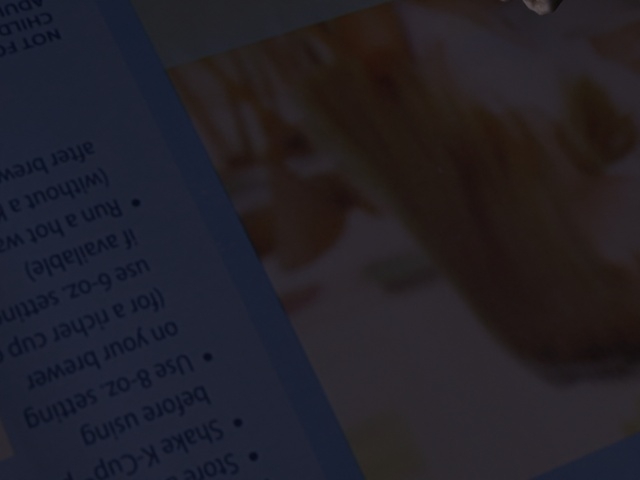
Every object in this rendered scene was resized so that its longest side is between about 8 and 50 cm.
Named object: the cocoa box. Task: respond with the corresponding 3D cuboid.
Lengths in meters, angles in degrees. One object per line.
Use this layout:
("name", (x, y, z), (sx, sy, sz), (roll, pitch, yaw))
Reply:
("cocoa box", (0.020, 0.026, 0.451), (0.231, 0.347, 0.228), (63, 159, 21))

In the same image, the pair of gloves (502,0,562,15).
("pair of gloves", (0.129, -0.089, 0.313), (0.240, 0.204, 0.042), (57, -163, 21))
